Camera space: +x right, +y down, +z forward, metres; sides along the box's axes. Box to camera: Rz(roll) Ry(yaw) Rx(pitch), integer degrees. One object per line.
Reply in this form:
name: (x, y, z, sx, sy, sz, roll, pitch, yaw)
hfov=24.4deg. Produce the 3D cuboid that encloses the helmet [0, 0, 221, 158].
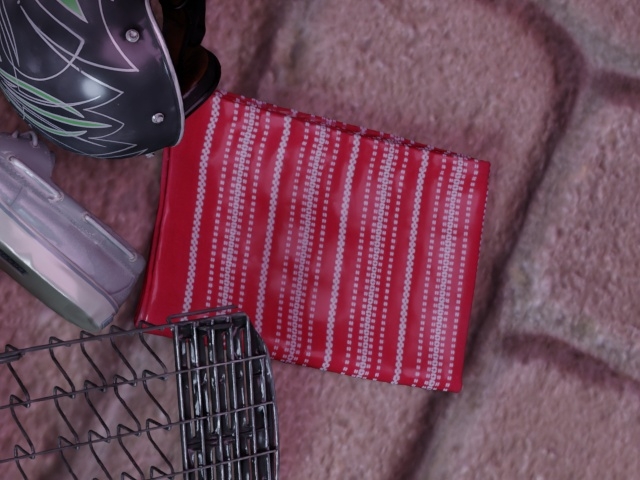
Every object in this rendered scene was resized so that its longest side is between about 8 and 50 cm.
helmet: (-0.151, -0.138, 1.042, 0.169, 0.169, 0.161, 43, 53, -10)

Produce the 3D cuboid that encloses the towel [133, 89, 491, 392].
towel: (0.000, 0.000, 1.152, 0.274, 0.031, 0.199, 13, 80, -18)

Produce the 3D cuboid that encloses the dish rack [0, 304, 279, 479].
dish rack: (-0.161, 0.148, 1.033, 0.271, 0.074, 0.208, -9, 106, -25)

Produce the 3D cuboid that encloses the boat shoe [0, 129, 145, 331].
boat shoe: (-0.220, -0.034, 1.060, 0.227, 0.079, 0.081, 45, 65, -16)
